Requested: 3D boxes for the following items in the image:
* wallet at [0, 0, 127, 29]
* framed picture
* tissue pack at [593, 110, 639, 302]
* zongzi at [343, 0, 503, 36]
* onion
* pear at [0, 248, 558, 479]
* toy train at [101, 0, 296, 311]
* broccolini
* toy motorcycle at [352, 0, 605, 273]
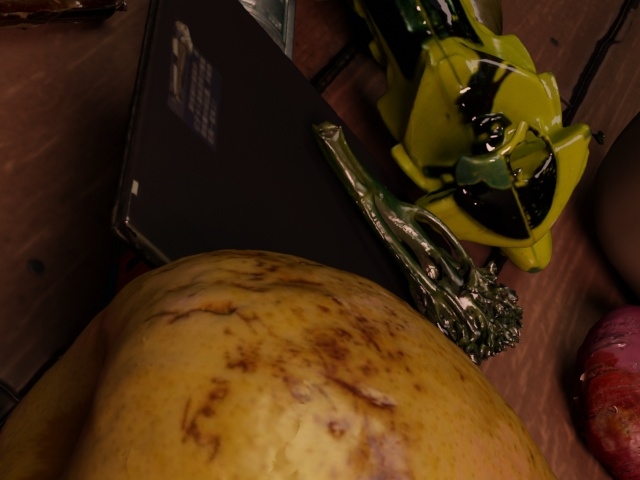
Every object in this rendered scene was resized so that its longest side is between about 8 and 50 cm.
[{"bbox_3d":[-0.238,-0.176,0.848,0.232,0.031,0.122,-15,62,-50],"label":"wallet"},{"bbox_3d":[0.000,0.000,0.814,0.338,0.014,0.255,46,31,-37],"label":"framed picture"},{"bbox_3d":[0.414,0.015,1.067,0.387,0.267,0.277,44,40,-2],"label":"tissue pack"},{"bbox_3d":[0.123,-0.230,1.148,0.274,0.125,0.251,48,45,1],"label":"zongzi"},{"bbox_3d":[0.264,0.110,0.950,0.150,0.140,0.150,24,55,-39],"label":"onion"},{"bbox_3d":[-0.020,0.140,0.575,0.271,0.271,0.271,24,42,-24],"label":"pear"},{"bbox_3d":[-0.069,-0.067,0.856,0.086,0.089,0.409,30,39,-26],"label":"toy train"},{"bbox_3d":[0.066,0.000,0.857,0.201,0.058,0.074,56,19,-22],"label":"broccolini"},{"bbox_3d":[0.086,-0.123,0.947,0.342,0.142,0.206,64,-5,-4],"label":"toy motorcycle"}]
